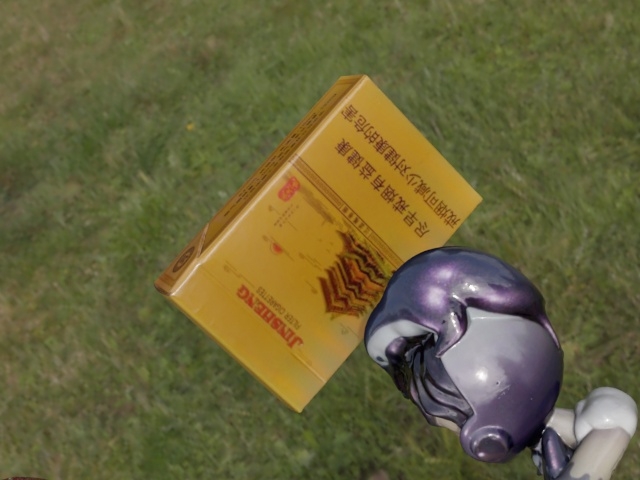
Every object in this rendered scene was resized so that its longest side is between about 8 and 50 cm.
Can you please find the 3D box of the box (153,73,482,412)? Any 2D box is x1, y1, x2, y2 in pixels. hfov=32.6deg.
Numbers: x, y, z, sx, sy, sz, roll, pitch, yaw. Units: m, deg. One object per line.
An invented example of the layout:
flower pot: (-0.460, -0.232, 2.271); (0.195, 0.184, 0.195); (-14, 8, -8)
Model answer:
box: (0.000, 0.000, 1.034); (0.274, 0.174, 0.076); (-49, 17, -9)

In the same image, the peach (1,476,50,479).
peach: (-0.384, 0.351, 1.371); (0.172, 0.093, 0.127); (2, 12, -31)

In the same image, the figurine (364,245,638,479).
figurine: (0.139, 0.101, 0.838); (0.145, 0.222, 0.145); (-54, -3, -4)
